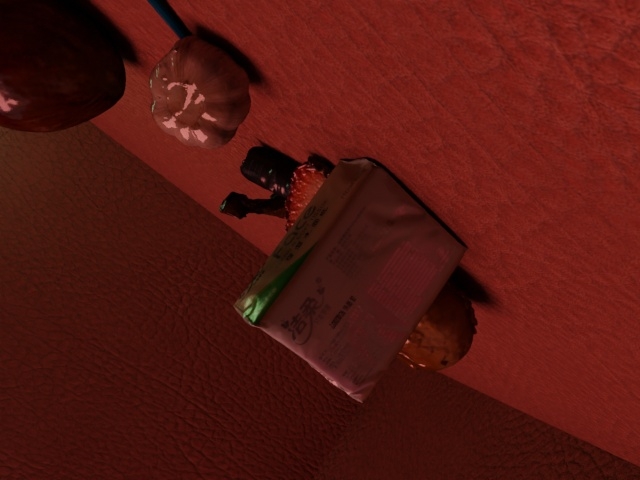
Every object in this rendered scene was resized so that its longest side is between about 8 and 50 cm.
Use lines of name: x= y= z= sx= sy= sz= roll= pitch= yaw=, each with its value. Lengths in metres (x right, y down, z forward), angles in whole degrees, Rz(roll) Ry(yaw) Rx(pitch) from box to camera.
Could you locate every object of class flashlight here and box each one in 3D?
flashlight: x=-0.021 y=-0.115 z=1.694 sx=0.424 sy=0.103 sz=0.103 roll=30 pitch=169 yaw=27

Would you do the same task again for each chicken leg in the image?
chicken leg: x=-0.121 y=-0.092 z=1.795 sx=0.305 sy=0.093 sz=0.113 roll=-4 pitch=-129 yaw=-31

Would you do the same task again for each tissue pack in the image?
tissue pack: x=0.065 y=0.080 z=1.445 sx=0.332 sy=0.404 sz=0.205 roll=40 pitch=173 yaw=-25

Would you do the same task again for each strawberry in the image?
strawberry: x=-0.014 y=-0.090 z=1.592 sx=0.167 sy=0.208 sz=0.087 roll=42 pitch=-153 yaw=4

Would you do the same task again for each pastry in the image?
pastry: x=0.222 y=0.165 z=1.785 sx=0.410 sy=0.245 sz=0.409 roll=36 pitch=169 yaw=8

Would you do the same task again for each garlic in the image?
garlic: x=-0.222 y=-0.305 z=1.359 sx=0.219 sy=0.218 sz=0.212 roll=35 pitch=-149 yaw=1

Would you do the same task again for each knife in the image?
knife: x=-0.303 y=-0.442 z=1.281 sx=0.044 sy=0.026 sz=0.296 roll=33 pitch=173 yaw=31

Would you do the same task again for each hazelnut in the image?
hazelnut: x=-0.699 y=-0.447 z=1.715 sx=0.421 sy=0.352 sz=0.421 roll=-1 pitch=168 yaw=0
